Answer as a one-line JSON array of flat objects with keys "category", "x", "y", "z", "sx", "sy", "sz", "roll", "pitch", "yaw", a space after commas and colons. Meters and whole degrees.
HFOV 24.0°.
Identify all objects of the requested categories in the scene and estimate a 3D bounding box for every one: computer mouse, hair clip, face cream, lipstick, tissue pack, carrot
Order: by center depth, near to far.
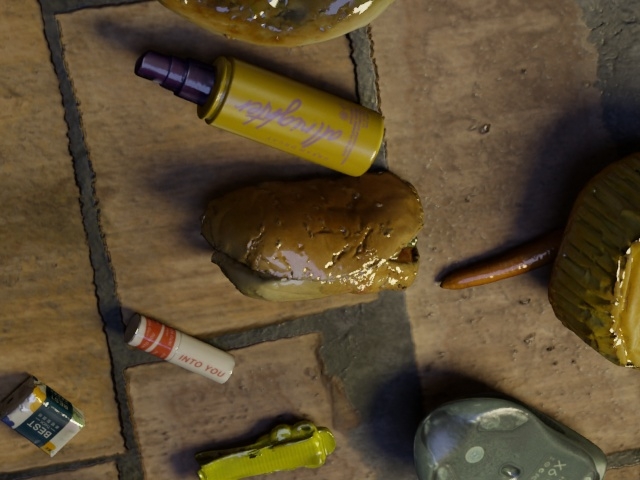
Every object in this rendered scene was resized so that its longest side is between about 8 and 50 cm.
[{"category": "face cream", "x": -0.067, "y": -0.146, "z": 1.613, "sx": 0.273, "sy": 0.078, "sz": 0.078, "roll": 19, "pitch": 113, "yaw": -21}, {"category": "lipstick", "x": -0.165, "y": 0.127, "z": 1.767, "sx": 0.130, "sy": 0.038, "sz": 0.038, "roll": 26, "pitch": 111, "yaw": -24}, {"category": "tissue pack", "x": -0.327, "y": 0.207, "z": 1.774, "sx": 0.062, "sy": 0.042, "sz": 0.083, "roll": -42, "pitch": 119, "yaw": 10}, {"category": "carrot", "x": 0.232, "y": 0.026, "z": 1.798, "sx": 0.190, "sy": 0.037, "sz": 0.037, "roll": -22, "pitch": 121, "yaw": 2}, {"category": "hair clip", "x": -0.066, "y": 0.268, "z": 1.862, "sx": 0.173, "sy": 0.046, "sz": 0.072, "roll": -18, "pitch": 124, "yaw": 0}, {"category": "computer mouse", "x": 0.258, "y": 0.291, "z": 1.924, "sx": 0.379, "sy": 0.090, "sz": 0.167, "roll": 34, "pitch": 106, "yaw": -32}]

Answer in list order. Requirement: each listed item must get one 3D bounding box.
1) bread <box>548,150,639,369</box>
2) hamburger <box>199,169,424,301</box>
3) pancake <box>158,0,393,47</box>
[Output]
[{"category": "bread", "x": 0.389, "y": 0.022, "z": 1.750, "sx": 0.227, "sy": 0.142, "sz": 0.253, "roll": -12, "pitch": 130, "yaw": -29}, {"category": "hamburger", "x": 0.000, "y": 0.000, "z": 1.681, "sx": 0.262, "sy": 0.131, "sz": 0.124, "roll": -6, "pitch": 120, "yaw": -15}, {"category": "pancake", "x": -0.033, "y": -0.371, "z": 1.492, "sx": 0.387, "sy": 0.082, "sz": 0.387, "roll": -5, "pitch": 116, "yaw": -10}]
